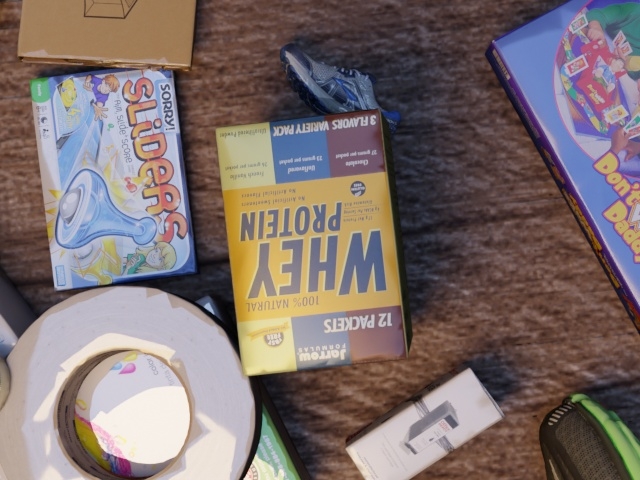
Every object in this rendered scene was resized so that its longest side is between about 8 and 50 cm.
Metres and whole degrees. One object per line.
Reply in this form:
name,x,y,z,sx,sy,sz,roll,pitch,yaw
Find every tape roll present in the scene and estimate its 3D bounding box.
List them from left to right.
tape roll,-0.161,0.147,1.259,0.219,0.072,0.219,0,86,3

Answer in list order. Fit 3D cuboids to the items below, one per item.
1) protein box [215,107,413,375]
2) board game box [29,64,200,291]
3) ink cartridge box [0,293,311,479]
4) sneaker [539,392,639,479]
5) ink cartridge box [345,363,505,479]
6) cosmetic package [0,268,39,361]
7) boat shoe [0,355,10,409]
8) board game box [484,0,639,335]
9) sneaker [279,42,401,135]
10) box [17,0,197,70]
protein box,0.000,0.000,1.275,0.136,0.200,0.201,-6,91,5
board game box,-0.192,-0.059,1.400,0.136,0.035,0.201,-8,88,1
ink cartridge box,-0.175,0.199,1.353,0.278,0.117,0.201,-27,87,0
sneaker,0.224,0.377,1.313,0.202,0.185,0.482,-1,88,-3
ink cartridge box,0.093,0.171,1.360,0.135,0.099,0.056,-33,87,-1
cosmetic package,-0.405,0.075,1.345,0.225,0.138,0.224,-39,84,1
boat shoe,-0.383,0.101,1.221,0.255,0.079,0.095,16,90,14
board game box,0.338,-0.082,1.372,0.233,0.078,0.347,-28,89,0
sneaker,0.020,-0.140,1.398,0.135,0.052,0.058,44,80,-6
box,-0.194,-0.259,1.395,0.164,0.021,0.201,3,79,2
